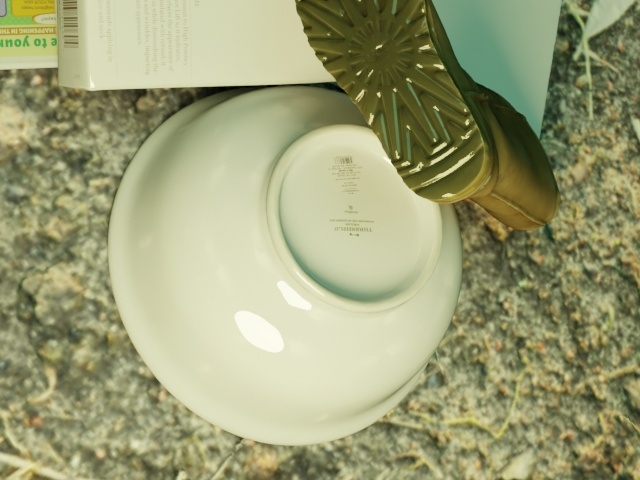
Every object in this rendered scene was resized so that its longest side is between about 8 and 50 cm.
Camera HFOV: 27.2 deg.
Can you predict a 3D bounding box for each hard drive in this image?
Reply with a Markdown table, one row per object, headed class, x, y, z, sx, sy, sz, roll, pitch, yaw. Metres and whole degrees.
| class | x | y | z | sx | sy | sz | roll | pitch | yaw |
| --- | --- | --- | --- | --- | --- | --- | --- | --- | --- |
| hard drive | 0.068 | -0.214 | 1.161 | 0.308 | 0.040 | 0.203 | 22 | 66 | -20 |

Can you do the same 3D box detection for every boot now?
| class | x | y | z | sx | sy | sz | roll | pitch | yaw |
| --- | --- | --- | --- | --- | --- | --- | --- | --- | --- |
| boot | 0.088 | -0.117 | 1.010 | 0.236 | 0.089 | 0.269 | 69 | 19 | 9 |

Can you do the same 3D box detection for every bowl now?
| class | x | y | z | sx | sy | sz | roll | pitch | yaw |
| --- | --- | --- | --- | --- | --- | --- | --- | --- | --- |
| bowl | 0.000 | 0.000 | 1.006 | 0.298 | 0.134 | 0.297 | 8 | 71 | -25 |

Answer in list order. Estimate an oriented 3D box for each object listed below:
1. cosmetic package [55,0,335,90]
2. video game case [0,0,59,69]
| class | x | y | z | sx | sy | sz | roll | pitch | yaw |
| --- | --- | --- | --- | --- | --- | --- | --- | --- | --- |
| cosmetic package | -0.078 | -0.175 | 1.002 | 0.231 | 0.085 | 0.117 | -4 | 101 | -26 |
| video game case | -0.232 | -0.224 | 0.977 | 0.212 | 0.023 | 0.193 | -7 | 102 | -29 |
